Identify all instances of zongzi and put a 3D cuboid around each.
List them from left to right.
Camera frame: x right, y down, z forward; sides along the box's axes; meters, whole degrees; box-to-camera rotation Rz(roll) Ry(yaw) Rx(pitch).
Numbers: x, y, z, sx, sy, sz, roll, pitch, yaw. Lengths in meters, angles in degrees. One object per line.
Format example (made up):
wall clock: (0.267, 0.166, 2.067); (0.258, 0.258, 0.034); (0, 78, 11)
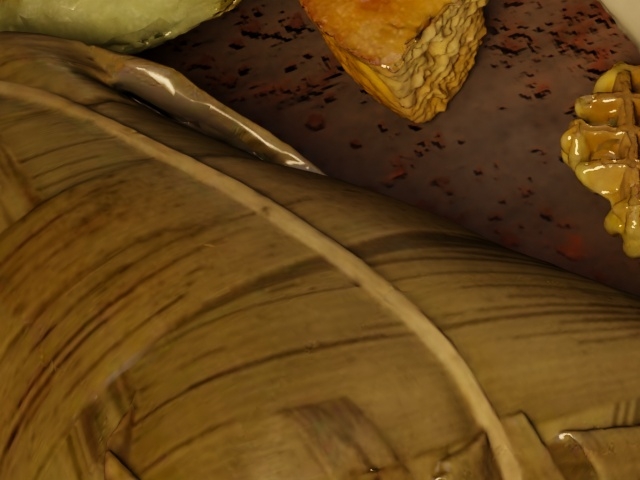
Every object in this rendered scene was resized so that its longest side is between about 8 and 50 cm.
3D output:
zongzi: (-0.004, 0.018, 1.003); (0.467, 0.218, 0.500); (-10, 41, -33)

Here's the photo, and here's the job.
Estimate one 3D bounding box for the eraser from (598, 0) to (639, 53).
eraser: (0.254, -0.180, 0.996); (0.331, 0.150, 0.331); (8, 56, -12)

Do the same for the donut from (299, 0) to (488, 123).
donut: (0.065, -0.195, 1.126); (0.152, 0.101, 0.259); (32, 69, 25)

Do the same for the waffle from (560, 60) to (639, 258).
waffle: (0.220, -0.045, 1.035); (0.191, 0.038, 0.191); (0, 48, 1)

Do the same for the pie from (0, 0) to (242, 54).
pie: (-0.105, -0.231, 1.125); (0.371, 0.078, 0.296); (-17, 49, 23)
